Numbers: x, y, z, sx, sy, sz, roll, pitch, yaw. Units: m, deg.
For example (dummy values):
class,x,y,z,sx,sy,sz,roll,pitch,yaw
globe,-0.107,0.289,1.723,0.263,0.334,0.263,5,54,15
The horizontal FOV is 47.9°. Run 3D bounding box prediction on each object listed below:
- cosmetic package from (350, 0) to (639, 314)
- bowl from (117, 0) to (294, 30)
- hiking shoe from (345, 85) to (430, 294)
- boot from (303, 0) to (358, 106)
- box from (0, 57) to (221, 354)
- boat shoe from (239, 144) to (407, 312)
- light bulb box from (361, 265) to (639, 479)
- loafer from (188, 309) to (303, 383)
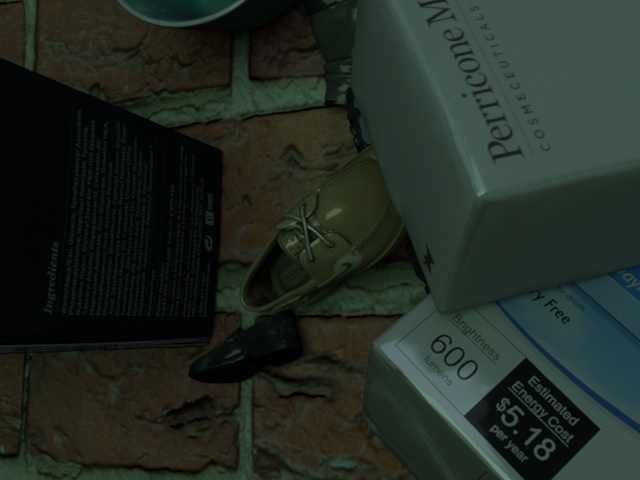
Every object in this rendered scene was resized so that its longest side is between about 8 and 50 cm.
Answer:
class,x,y,z,sx,sy,sz,roll,pitch,yaw
cosmetic package,0.272,-0.126,0.536,0.453,0.161,0.230,-13,62,-8
bowl,-0.125,-0.408,0.959,0.311,0.163,0.311,-2,85,24
hiking shoe,0.135,-0.068,0.854,0.132,0.113,0.304,-27,83,9
boot,0.105,-0.264,0.903,0.246,0.083,0.161,-15,91,22
box,-0.451,-0.018,0.898,0.480,0.472,0.297,0,85,23
boat shoe,0.000,0.000,0.831,0.302,0.098,0.109,-45,69,46
light bulb box,0.284,0.137,0.612,0.361,0.225,0.358,-38,68,-18
loafer,-0.101,0.145,0.961,0.170,0.062,0.061,-20,55,18
